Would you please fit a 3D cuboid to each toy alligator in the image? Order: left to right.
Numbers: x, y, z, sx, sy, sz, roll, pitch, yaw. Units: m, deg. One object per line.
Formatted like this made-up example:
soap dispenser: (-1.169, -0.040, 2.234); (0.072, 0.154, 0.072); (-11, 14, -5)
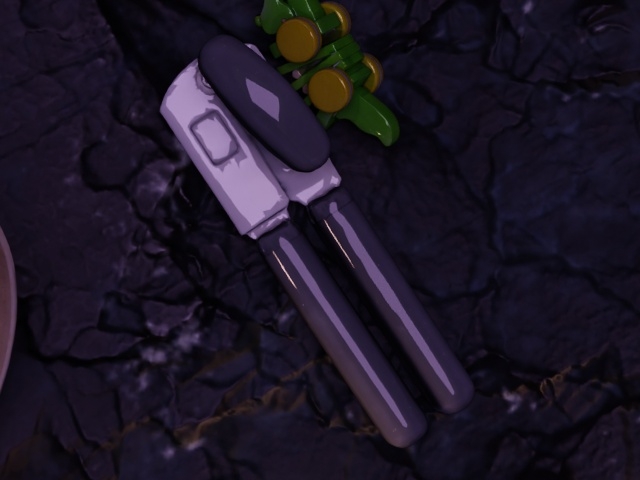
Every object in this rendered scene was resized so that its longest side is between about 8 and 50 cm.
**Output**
toy alligator: (-0.016, -0.135, 1.224); (0.051, 0.056, 0.190); (-31, 92, 32)

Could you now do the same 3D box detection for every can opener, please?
can opener: (0.000, 0.000, 1.194); (0.076, 0.095, 0.283); (-34, 92, -7)

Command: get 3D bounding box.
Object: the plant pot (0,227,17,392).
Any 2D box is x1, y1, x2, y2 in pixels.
plant pot: (-0.341, 0.050, 1.081); (0.191, 0.284, 0.284); (29, 82, 30)
